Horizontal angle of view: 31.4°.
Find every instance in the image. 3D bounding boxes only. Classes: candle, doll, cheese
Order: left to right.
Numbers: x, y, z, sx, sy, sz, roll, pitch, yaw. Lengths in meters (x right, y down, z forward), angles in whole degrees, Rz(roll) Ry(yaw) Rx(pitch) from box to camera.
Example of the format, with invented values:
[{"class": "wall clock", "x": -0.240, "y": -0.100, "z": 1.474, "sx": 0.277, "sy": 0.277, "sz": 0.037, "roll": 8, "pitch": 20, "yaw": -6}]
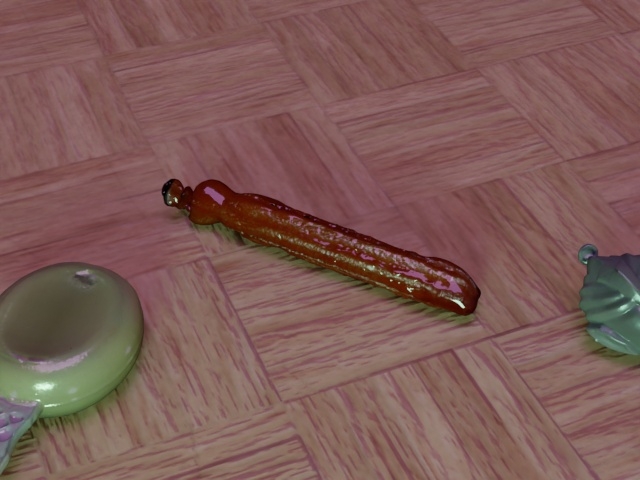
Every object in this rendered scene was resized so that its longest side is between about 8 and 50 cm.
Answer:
[{"class": "cheese", "x": -0.234, "y": 0.109, "z": 0.944, "sx": 0.137, "sy": 0.064, "sz": 0.227, "roll": 10, "pitch": 43, "yaw": 14}, {"class": "candle", "x": 0.000, "y": 0.000, "z": 1.083, "sx": 0.329, "sy": 0.048, "sz": 0.051, "roll": 20, "pitch": 58, "yaw": 21}, {"class": "doll", "x": 0.285, "y": 0.071, "z": 0.981, "sx": 0.094, "sy": 0.079, "sz": 0.180, "roll": -39, "pitch": 64, "yaw": -6}]
